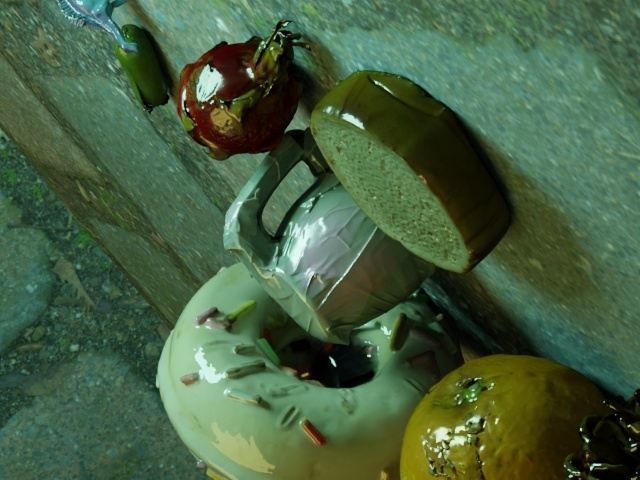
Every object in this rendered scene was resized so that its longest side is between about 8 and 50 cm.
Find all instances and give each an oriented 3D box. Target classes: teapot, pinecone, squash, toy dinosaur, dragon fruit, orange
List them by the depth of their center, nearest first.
[{"bbox_3d":[0.328,0.273,1.517,0.224,0.224,0.272,23,143,58],"label":"pinecone"},{"bbox_3d":[-0.074,-0.167,1.711,0.125,0.125,0.246,21,151,-17],"label":"dragon fruit"},{"bbox_3d":[0.207,0.242,1.715,0.246,0.246,0.246,43,166,14],"label":"orange"},{"bbox_3d":[0.009,0.006,1.785,0.163,0.178,0.221,28,156,51],"label":"teapot"},{"bbox_3d":[-0.286,-0.302,2.003,0.197,0.080,0.045,42,168,18],"label":"toy dinosaur"},{"bbox_3d":[-0.235,-0.223,2.132,0.052,0.052,0.183,40,163,25],"label":"squash"}]

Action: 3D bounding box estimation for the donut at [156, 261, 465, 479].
[{"bbox_3d":[0.000,0.152,1.893,0.382,0.382,0.142,40,135,26],"label":"donut"}]

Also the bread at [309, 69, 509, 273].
[{"bbox_3d":[0.088,-0.068,1.577,0.236,0.070,0.236,42,166,13],"label":"bread"}]
